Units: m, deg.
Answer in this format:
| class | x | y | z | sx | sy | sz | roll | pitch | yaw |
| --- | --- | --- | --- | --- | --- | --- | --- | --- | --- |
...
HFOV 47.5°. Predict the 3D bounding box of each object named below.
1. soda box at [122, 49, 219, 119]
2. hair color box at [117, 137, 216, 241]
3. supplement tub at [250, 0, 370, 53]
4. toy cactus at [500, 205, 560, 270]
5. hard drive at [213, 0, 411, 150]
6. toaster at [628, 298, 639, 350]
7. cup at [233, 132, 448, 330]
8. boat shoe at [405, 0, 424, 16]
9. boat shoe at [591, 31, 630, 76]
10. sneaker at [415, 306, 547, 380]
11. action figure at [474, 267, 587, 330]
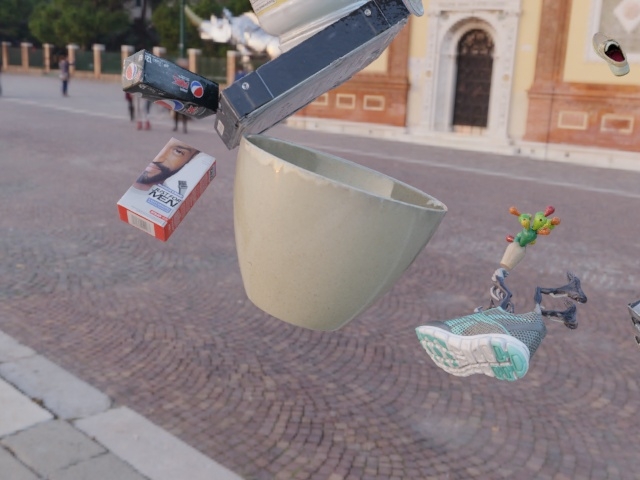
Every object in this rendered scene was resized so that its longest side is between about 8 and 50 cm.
| class | x | y | z | sx | sy | sz | roll | pitch | yaw |
| --- | --- | --- | --- | --- | --- | --- | --- | --- | --- |
| soda box | -0.247 | -0.257 | 1.220 | 0.053 | 0.060 | 0.169 | -10 | -15 | 37 |
| hair color box | -0.261 | -0.089 | 1.252 | 0.093 | 0.053 | 0.167 | 26 | 57 | 8 |
| supplement tub | -0.040 | -0.539 | 1.393 | 0.241 | 0.331 | 0.241 | -22 | 14 | 6 |
| toy cactus | 0.518 | -0.009 | 1.869 | 0.112 | 0.180 | 0.219 | 37 | -11 | -3 |
| hard drive | -0.022 | -0.283 | 1.244 | 0.339 | 0.064 | 0.237 | -35 | 2 | -12 |
| toaster | 0.640 | 0.138 | 1.254 | 0.186 | 0.168 | 0.110 | -32 | 48 | 3 |
| cup | 0.000 | 0.000 | 1.130 | 0.331 | 0.236 | 0.331 | 19 | 11 | -4 |
| boat shoe | 0.199 | -0.512 | 1.526 | 0.035 | 0.100 | 0.035 | -7 | 49 | 36 |
| boat shoe | 0.646 | -0.424 | 1.615 | 0.050 | 0.045 | 0.135 | -25 | 54 | 6 |
| sneaker | 0.173 | 0.104 | 0.778 | 0.076 | 0.065 | 0.166 | -38 | 20 | -27 |
| action figure | 0.424 | 0.155 | 1.580 | 0.276 | 0.164 | 0.141 | -12 | 30 | -9 |
